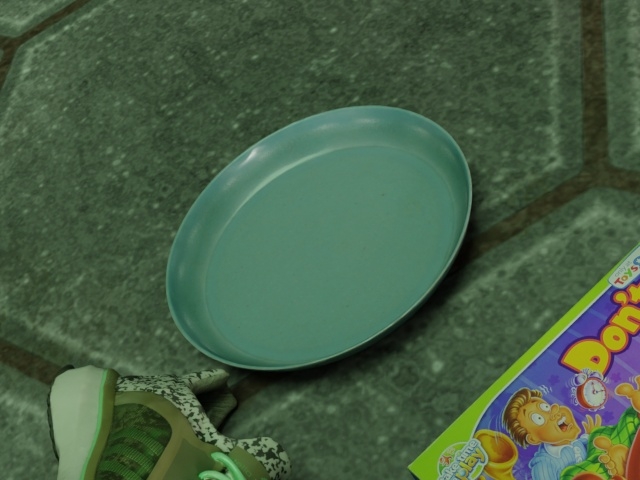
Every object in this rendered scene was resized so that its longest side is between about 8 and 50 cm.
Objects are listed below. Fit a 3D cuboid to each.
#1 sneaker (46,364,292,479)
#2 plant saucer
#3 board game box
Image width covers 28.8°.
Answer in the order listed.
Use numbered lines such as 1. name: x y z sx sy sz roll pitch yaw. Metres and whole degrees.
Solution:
1. sneaker: -0.108 0.204 0.981 0.182 0.158 0.410 -17 30 -7
2. plant saucer: 0.000 0.000 1.201 0.318 0.043 0.317 -16 46 17
3. board game box: 0.268 0.128 0.903 0.347 0.078 0.233 -43 44 -10
